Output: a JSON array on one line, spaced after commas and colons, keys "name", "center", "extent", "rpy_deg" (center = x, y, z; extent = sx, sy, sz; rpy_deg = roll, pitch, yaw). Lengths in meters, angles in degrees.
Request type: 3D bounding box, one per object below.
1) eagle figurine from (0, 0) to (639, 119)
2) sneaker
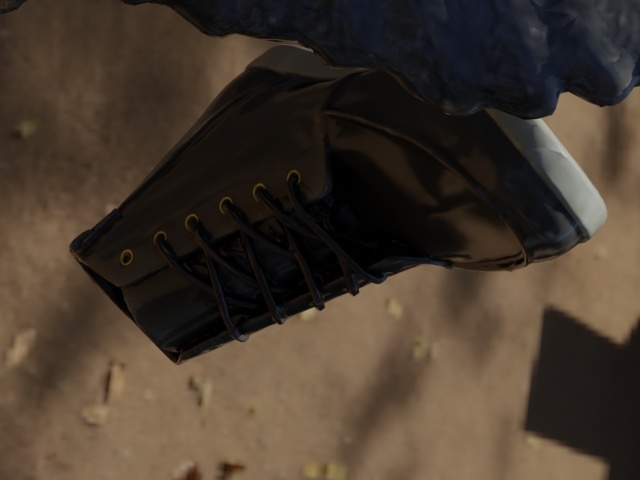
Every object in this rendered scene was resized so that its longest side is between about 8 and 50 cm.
[{"name": "eagle figurine", "center": [-0.028, -0.144, 0.430], "extent": [0.226, 0.298, 0.225], "rpy_deg": [45, 51, -37]}, {"name": "sneaker", "center": [0.000, 0.000, 0.632], "extent": [0.118, 0.222, 0.083], "rpy_deg": [-44, 111, -14]}]
